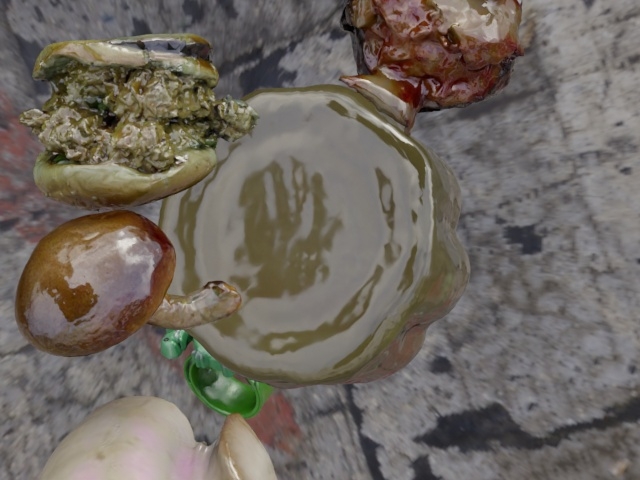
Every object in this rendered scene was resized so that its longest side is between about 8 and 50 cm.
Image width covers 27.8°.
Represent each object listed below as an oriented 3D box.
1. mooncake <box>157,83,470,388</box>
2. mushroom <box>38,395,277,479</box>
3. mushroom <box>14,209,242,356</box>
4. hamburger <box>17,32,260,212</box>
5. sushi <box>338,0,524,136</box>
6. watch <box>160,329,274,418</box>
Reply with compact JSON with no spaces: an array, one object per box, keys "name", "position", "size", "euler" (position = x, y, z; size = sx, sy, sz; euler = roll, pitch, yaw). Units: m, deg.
[{"name":"mooncake","position":[0.000,0.000,1.584],"size":[0.378,0.201,0.378],"euler":[-3,82,23]},{"name":"mushroom","position":[-0.169,0.215,1.035],"size":[0.236,0.162,0.173],"euler":[-42,77,18]},{"name":"mushroom","position":[-0.105,0.020,0.723],"size":[0.129,0.088,0.073],"euler":[-2,117,-27]},{"name":"hamburger","position":[-0.139,-0.090,1.010],"size":[0.185,0.159,0.131],"euler":[-4,93,-8]},{"name":"sushi","position":[0.103,-0.272,1.258],"size":[0.196,0.182,0.343],"euler":[2,94,11]},{"name":"watch","position":[-0.140,0.175,1.889],"size":[0.165,0.131,0.152],"euler":[10,132,24]}]
